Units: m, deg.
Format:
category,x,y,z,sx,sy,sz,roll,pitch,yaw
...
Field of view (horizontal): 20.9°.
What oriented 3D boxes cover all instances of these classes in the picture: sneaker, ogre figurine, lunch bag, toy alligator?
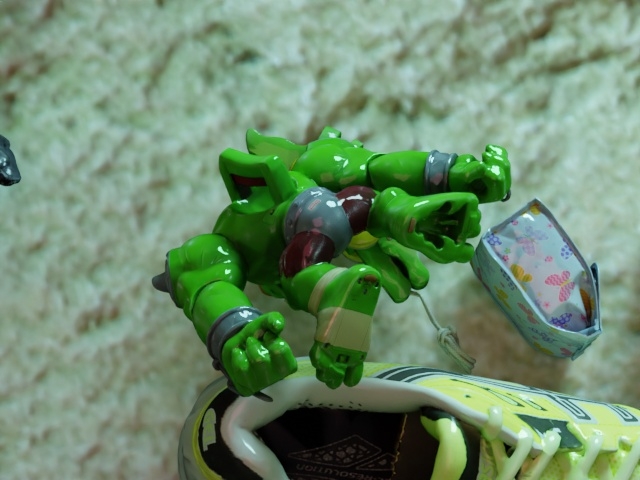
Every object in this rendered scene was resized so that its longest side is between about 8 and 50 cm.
category,x,y,z,sx,sy,sz,roll,pitch,yaw
sneaker,0.110,0.146,0.922,0.384,0.147,0.145,5,79,2
ogre figurine,0.000,0.000,0.904,0.118,0.097,0.197,23,70,41
lunch bag,0.128,0.026,0.980,0.053,0.071,0.083,-32,78,-7
toy alligator,0.036,-0.008,0.996,0.051,0.056,0.190,-44,81,-5

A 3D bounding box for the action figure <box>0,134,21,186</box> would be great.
category,x,y,z,sx,sy,sz,roll,pitch,yaw
action figure,-0.252,-0.154,0.994,0.164,0.141,0.276,-14,83,1
